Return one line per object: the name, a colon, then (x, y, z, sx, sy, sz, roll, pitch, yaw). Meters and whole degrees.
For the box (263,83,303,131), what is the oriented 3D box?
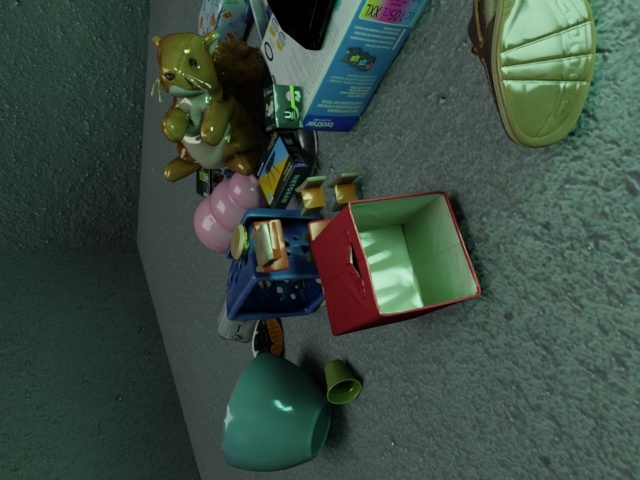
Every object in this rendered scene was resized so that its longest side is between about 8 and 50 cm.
box: (-0.074, -0.261, 0.912, 0.052, 0.062, 0.083, 6, 102, 60)

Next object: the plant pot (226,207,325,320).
plant pot: (-0.108, 0.053, 1.146, 0.236, 0.236, 0.212, -53, 45, 49)

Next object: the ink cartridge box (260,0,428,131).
ink cartridge box: (0.014, -0.412, 0.940, 0.395, 0.151, 0.270, -53, 51, 47)

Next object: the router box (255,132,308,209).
router box: (-0.104, -0.182, 1.195, 0.133, 0.046, 0.179, 64, 144, 25)

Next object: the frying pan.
frying pan: (-0.099, -0.292, 1.257, 0.326, 0.053, 0.197, 58, 140, 33)

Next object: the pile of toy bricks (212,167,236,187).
pile of toy bricks: (-0.283, -0.231, 1.539, 0.105, 0.118, 0.212, -69, 14, -19)

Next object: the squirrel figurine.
squirrel figurine: (-0.315, -0.415, 1.290, 0.370, 0.281, 0.397, 73, -152, -42)

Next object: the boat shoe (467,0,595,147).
boat shoe: (0.259, -0.288, 0.605, 0.123, 0.123, 0.342, -119, 19, -88)

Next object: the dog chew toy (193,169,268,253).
dog chew toy: (-0.258, -0.100, 1.415, 0.332, 0.206, 0.207, -44, 57, 43)

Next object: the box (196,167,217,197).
box: (-0.465, -0.269, 1.880, 0.190, 0.045, 0.184, 27, 115, 56)

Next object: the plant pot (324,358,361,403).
plant pot: (0.044, 0.325, 1.081, 0.079, 0.083, 0.083, -117, 35, -52)

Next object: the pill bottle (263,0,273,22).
pill bottle: (-0.080, -0.592, 1.101, 0.123, 0.122, 0.219, -42, 58, 54)

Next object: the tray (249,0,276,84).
tray: (-0.128, -0.478, 1.177, 0.270, 0.030, 0.145, 75, 180, -53)

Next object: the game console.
game console: (-0.008, -0.534, 0.779, 0.213, 0.044, 0.361, 57, 140, 35)

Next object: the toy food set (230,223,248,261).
toy food set: (-0.183, 0.005, 1.036, 0.083, 0.020, 0.083, -45, 45, 50)

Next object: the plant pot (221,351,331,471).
plant pot: (-0.086, 0.451, 1.164, 0.195, 0.290, 0.290, 10, 106, 21)

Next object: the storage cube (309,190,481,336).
storage cube: (0.116, 0.045, 0.785, 0.193, 0.215, 0.184, 136, 123, -61)

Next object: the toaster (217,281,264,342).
toaster: (-0.253, 0.206, 1.489, 0.227, 0.129, 0.146, -93, 23, -52)

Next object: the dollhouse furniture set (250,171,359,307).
dollhouse furniture set: (0.000, 0.000, 0.921, 0.135, 0.259, 0.262, 148, 111, -67)

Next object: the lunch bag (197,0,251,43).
lunch bag: (-0.318, -0.745, 1.496, 0.303, 0.115, 0.243, -45, 54, 54)

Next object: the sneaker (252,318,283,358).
sneaker: (-0.177, 0.360, 1.439, 0.121, 0.099, 0.262, 3, 96, 64)
